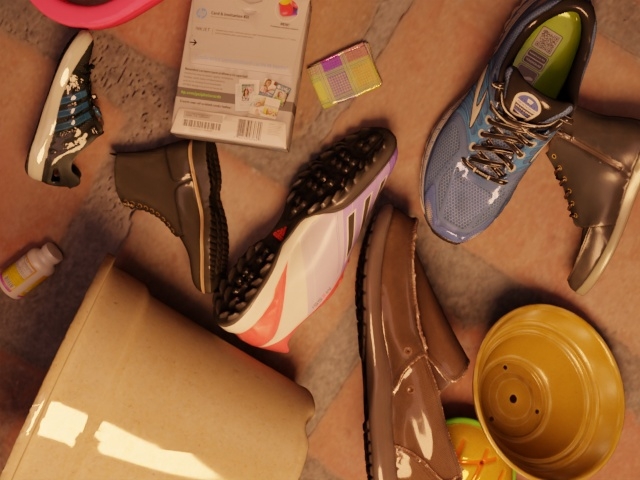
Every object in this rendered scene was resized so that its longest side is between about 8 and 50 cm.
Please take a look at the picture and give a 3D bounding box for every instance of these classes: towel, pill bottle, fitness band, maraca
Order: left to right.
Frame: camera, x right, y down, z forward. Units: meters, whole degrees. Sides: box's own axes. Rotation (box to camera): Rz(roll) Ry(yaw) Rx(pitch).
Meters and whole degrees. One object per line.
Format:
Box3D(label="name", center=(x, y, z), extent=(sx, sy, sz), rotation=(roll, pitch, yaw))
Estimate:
Box3D(label="pill bottle", center=(-0.383, 0.039, 1.161), extent=(0.083, 0.043, 0.043), rotation=(-36, 95, 10))
Box3D(label="fitness band", center=(-0.248, -0.386, 1.066), extent=(0.291, 0.054, 0.209), rotation=(-30, 96, 11))
Box3D(label="towel", center=(0.031, -0.205, 1.093), extent=(0.083, 0.009, 0.060), rotation=(-22, 98, 10))
Box3D(label="maraca", center=(0.194, 0.309, 1.126), extent=(0.127, 0.099, 0.185), rotation=(-26, 103, 14))

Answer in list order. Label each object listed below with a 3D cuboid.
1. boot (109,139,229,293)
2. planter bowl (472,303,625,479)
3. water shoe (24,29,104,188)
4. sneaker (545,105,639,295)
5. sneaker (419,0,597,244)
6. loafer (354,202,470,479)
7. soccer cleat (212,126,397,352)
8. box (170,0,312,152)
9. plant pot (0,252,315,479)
Box3D(label="boot", center=(-0.195, -0.028, 1.123), extent=(0.137, 0.077, 0.197), rotation=(-5, 87, 11))
Box3D(label="planter bowl", center=(0.260, 0.193, 1.083), extent=(0.217, 0.090, 0.217), rotation=(7, 72, -21))
Box3D(label="water shoe", center=(-0.310, -0.165, 1.114), extent=(0.080, 0.073, 0.203), rotation=(18, 107, -20))
Box3D(label="sneaker", center=(0.319, -0.050, 1.068), extent=(0.118, 0.083, 0.222), rotation=(21, 104, 16))
Box3D(label="sneaker", center=(0.214, -0.145, 1.017), extent=(0.130, 0.147, 0.330), rotation=(25, 102, 1))
Box3D(label="loafer", center=(0.113, 0.136, 1.072), extent=(0.130, 0.134, 0.365), rotation=(-2, 87, -2))
Box3D(label="soccer cleat", center=(0.000, 0.000, 1.099), extent=(0.116, 0.108, 0.318), rotation=(37, 92, -35))
Box3D(label="box", center=(-0.096, -0.210, 1.069), extent=(0.145, 0.038, 0.186), rotation=(8, 87, 4))
Box3D(label="plant pot", center=(-0.186, 0.227, 1.061), extent=(0.306, 0.334, 0.333), rotation=(24, 102, -11))
